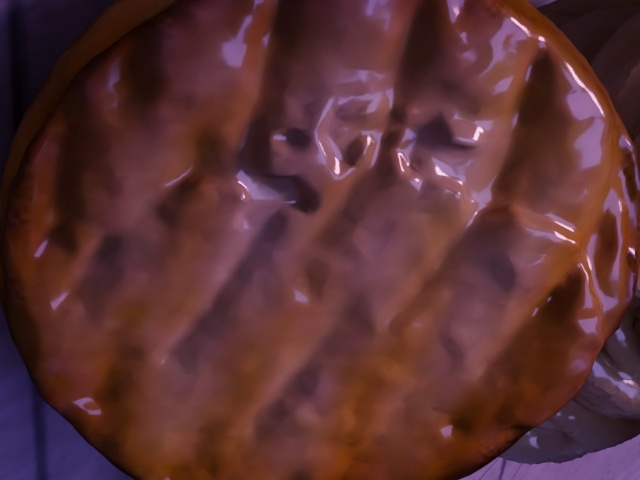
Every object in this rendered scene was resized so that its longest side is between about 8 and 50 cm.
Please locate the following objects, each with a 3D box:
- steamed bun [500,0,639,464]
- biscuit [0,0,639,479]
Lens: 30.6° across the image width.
[{"bbox_3d":[0.221,-0.003,0.687,0.230,0.372,0.324,-7,108,-80],"label":"steamed bun"},{"bbox_3d":[0.000,0.000,0.546,0.296,0.102,0.296,-4,122,-7],"label":"biscuit"}]
